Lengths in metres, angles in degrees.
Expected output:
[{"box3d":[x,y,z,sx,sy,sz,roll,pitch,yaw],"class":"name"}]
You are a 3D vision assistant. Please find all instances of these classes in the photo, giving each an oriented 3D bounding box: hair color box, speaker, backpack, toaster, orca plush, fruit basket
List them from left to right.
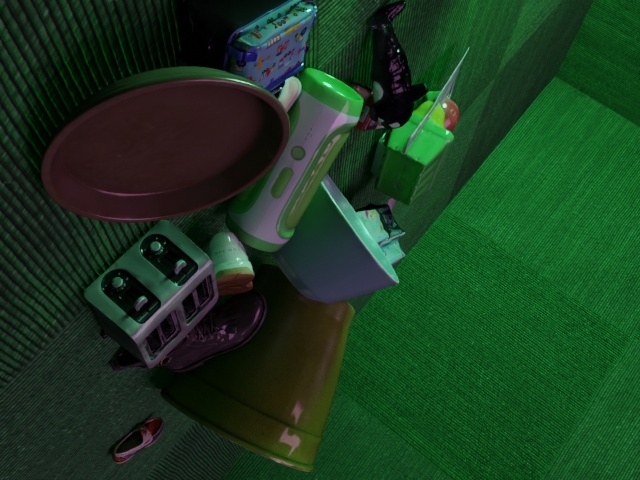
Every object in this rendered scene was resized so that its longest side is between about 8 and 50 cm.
[{"box3d":[-0.252,0.088,1.070,0.168,0.110,0.186,-46,164,-24],"class":"toaster"},{"box3d":[-0.094,-0.219,0.847,0.158,0.117,0.173,-41,164,-37],"class":"backpack"},{"box3d":[-0.047,-0.130,1.177,0.297,0.131,0.131,-59,164,21],"class":"speaker"},{"box3d":[0.077,0.017,1.756,0.225,0.191,0.253,-31,169,26],"class":"backpack"},{"box3d":[0.113,-0.276,1.498,0.141,0.043,0.072,-27,148,-61],"class":"hair color box"},{"box3d":[0.162,-0.317,1.347,0.287,0.102,0.151,86,25,-44],"class":"orca plush"},{"box3d":[0.261,-0.281,1.817,0.327,0.165,0.353,101,13,-60],"class":"fruit basket"}]

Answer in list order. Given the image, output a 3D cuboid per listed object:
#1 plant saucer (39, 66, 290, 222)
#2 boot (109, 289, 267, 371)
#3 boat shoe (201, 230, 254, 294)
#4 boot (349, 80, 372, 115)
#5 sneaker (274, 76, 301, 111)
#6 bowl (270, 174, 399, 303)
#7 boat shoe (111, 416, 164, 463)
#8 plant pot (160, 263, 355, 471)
[{"box3d":[-0.170,-0.104,0.792,0.277,0.041,0.278,-18,159,-7],"class":"plant saucer"},{"box3d":[-0.231,0.170,1.299,0.263,0.091,0.229,-36,164,1],"class":"boot"},{"box3d":[-0.170,0.043,1.246,0.098,0.096,0.277,-9,170,-18],"class":"boat shoe"},{"box3d":[0.062,-0.263,1.375,0.087,0.042,0.118,-55,165,16],"class":"boot"},{"box3d":[-0.082,-0.194,1.071,0.134,0.051,0.070,-60,163,11],"class":"sneaker"},{"box3d":[0.000,0.000,1.373,0.163,0.312,0.311,-36,167,8],"class":"bowl"},{"box3d":[-0.396,0.430,1.541,0.137,0.049,0.043,-35,155,-38],"class":"boat shoe"},{"box3d":[-0.102,0.254,1.545,0.353,0.366,0.366,-63,167,-10],"class":"plant pot"}]
